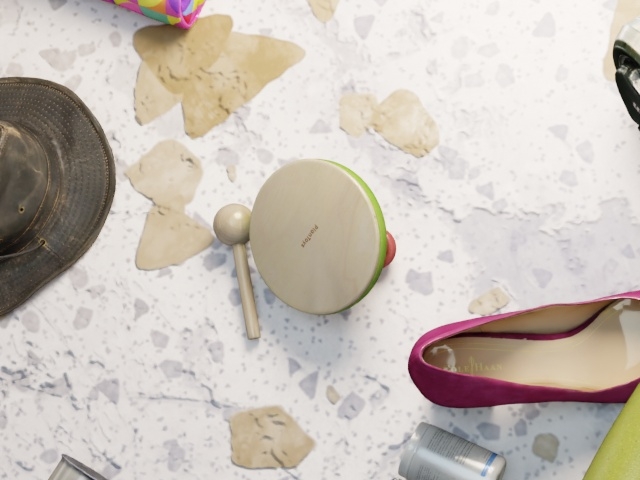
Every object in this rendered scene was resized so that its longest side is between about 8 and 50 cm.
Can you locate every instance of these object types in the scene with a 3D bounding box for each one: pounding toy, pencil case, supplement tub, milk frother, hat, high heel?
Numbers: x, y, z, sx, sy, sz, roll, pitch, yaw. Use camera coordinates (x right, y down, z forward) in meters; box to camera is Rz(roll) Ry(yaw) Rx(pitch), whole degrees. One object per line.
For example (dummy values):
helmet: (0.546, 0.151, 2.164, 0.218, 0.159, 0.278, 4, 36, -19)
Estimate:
pounding toy: (0.000, 0.000, 1.794, 0.237, 0.110, 0.183, -24, 83, 35)
pencil case: (-0.251, -0.349, 1.918, 0.236, 0.104, 0.104, 18, 80, 16)
supplement tub: (0.150, 0.257, 1.702, 0.107, 0.071, 0.071, 24, 82, 16)
milk frother: (-0.274, 0.348, 1.758, 0.143, 0.129, 0.135, 36, 84, -26)
hat: (-0.430, -0.074, 1.866, 0.331, 0.134, 0.331, -3, 75, 11)
high heel: (0.286, 0.118, 1.652, 0.377, 0.181, 0.127, -17, 74, 7)

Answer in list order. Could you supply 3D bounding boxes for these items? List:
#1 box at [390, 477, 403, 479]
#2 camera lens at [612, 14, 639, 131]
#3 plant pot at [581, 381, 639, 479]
box: (0.060, 0.486, 1.605, 0.343, 0.179, 0.312, -39, 72, -1)
camera lens: (0.482, -0.200, 1.675, 0.274, 0.219, 0.219, -31, 73, 2)
plant pot: (0.382, 0.288, 1.571, 0.274, 0.275, 0.294, 11, 63, 13)
